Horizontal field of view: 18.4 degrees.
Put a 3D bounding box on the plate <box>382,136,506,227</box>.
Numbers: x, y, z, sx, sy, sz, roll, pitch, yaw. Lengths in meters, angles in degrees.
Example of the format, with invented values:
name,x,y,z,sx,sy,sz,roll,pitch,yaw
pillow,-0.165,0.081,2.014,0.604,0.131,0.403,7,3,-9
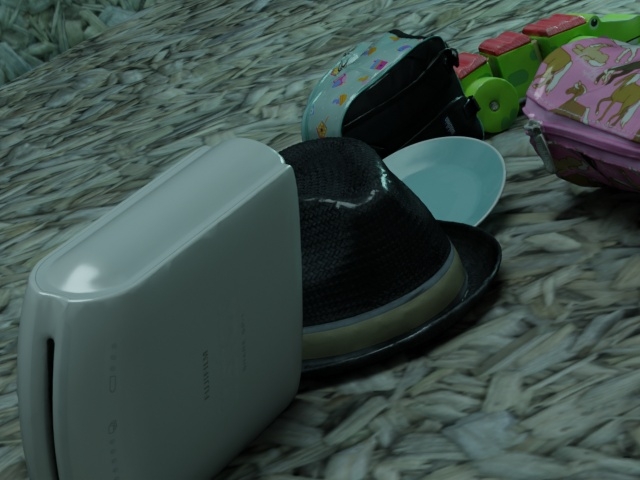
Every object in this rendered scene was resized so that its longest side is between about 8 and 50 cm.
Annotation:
name,x,y,z,sx,sy,sz,roll,pitch,yaw
plate,0.107,-0.038,2.044,0.188,0.024,0.188,-18,37,14

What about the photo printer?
name,x,y,z,sx,sy,sz,roll,pitch,yaw
photo printer,-0.129,0.087,1.593,0.107,0.256,0.307,14,31,26

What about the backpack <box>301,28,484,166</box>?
name,x,y,z,sx,sy,sz,roll,pitch,yaw
backpack,0.066,-0.128,2.189,0.144,0.166,0.188,9,44,44

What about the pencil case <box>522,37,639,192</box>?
name,x,y,z,sx,sy,sz,roll,pitch,yaw
pencil case,0.334,-0.096,1.834,0.167,0.160,0.386,-51,23,-4

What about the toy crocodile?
name,x,y,z,sx,sy,sz,roll,pitch,yaw
toy crocodile,0.238,-0.210,2.369,0.340,0.105,0.115,-24,18,-18

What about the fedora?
name,x,y,z,sx,sy,sz,roll,pitch,yaw
fedora,0.000,0.000,1.859,0.334,0.152,0.334,-18,21,7
